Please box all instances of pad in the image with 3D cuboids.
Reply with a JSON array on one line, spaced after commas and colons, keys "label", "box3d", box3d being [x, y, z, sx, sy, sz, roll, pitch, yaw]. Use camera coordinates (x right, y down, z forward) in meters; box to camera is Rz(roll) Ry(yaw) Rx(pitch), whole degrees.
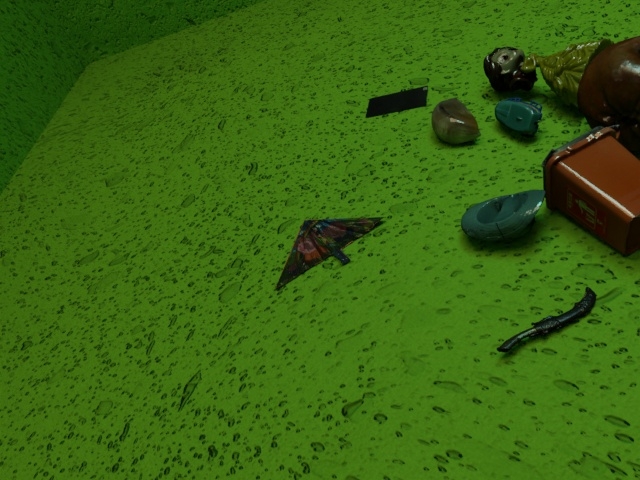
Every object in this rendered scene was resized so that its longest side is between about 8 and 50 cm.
[{"label": "pad", "box3d": [0.236, -0.429, 1.848, 0.193, 0.004, 0.116, -8, 41, 20]}]

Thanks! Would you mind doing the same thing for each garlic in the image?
[{"label": "garlic", "box3d": [0.350, -0.321, 1.607, 0.102, 0.087, 0.195, -9, 36, -3]}]

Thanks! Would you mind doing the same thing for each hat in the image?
[{"label": "hat", "box3d": [0.397, -0.043, 1.270, 0.191, 0.078, 0.138, -13, 27, 44]}]

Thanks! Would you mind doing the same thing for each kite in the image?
[{"label": "kite", "box3d": [0.000, 0.000, 1.471, 0.321, 0.016, 0.234, -32, 39, -9]}]

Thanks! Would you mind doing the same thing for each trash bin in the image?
[{"label": "trash bin", "box3d": [0.582, -0.102, 1.183, 0.185, 0.161, 0.238, -29, 46, -5]}]

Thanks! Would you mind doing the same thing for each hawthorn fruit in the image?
[{"label": "hawthorn fruit", "box3d": [0.698, -0.318, 1.298, 0.258, 0.258, 0.262, 15, 25, 39]}]

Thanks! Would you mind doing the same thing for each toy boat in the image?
[{"label": "toy boat", "box3d": [0.516, -0.320, 1.532, 0.110, 0.091, 0.175, -2, 26, -27]}]

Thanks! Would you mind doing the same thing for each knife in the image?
[{"label": "knife", "box3d": [0.415, 0.151, 1.076, 0.222, 0.021, 0.045, -29, 39, -12]}]

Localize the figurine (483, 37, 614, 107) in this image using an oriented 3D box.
[{"label": "figurine", "box3d": [0.572, -0.451, 1.564, 0.315, 0.168, 0.187, 24, 86, 42]}]
